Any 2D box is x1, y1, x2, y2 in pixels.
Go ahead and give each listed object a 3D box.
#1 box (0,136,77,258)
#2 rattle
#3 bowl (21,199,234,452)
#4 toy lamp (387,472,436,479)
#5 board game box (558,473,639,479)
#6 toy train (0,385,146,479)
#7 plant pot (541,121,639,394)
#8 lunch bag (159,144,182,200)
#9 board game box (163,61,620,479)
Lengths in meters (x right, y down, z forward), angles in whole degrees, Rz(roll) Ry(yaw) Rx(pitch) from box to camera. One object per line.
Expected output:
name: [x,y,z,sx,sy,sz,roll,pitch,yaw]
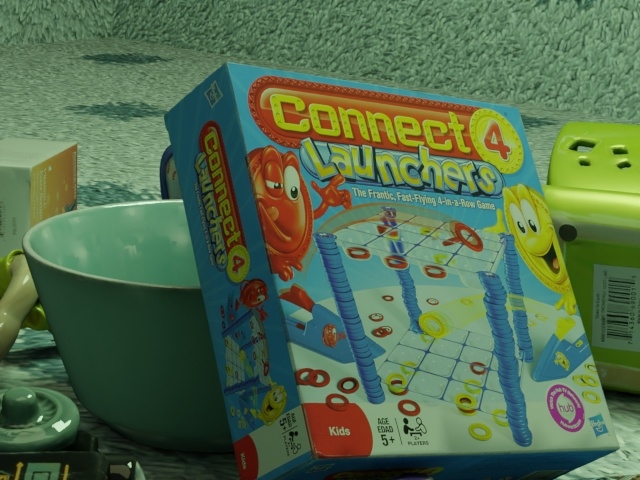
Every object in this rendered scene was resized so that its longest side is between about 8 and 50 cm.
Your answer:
box: [-0.349,-0.042,1.864,0.091,0.130,0.170,4,14,9]
rattle: [-0.276,0.112,1.469,0.130,0.142,0.199,-28,28,9]
bowl: [-0.098,0.075,1.375,0.312,0.163,0.311,3,14,-1]
toy lamp: [0.035,0.218,1.008,0.080,0.080,0.274,6,17,14]
board game box: [0.174,0.209,0.984,0.243,0.042,0.165,3,25,-39]
toy train: [-0.277,0.179,1.002,0.334,0.142,0.190,2,24,-4]
plant pot: [0.310,0.028,1.540,0.227,0.228,0.207,8,22,20]
lunch bag: [0.000,0.000,1.562,0.303,0.243,0.115,6,24,21]
board game box: [0.056,0.033,1.220,0.308,0.301,0.086,4,-27,-39]
